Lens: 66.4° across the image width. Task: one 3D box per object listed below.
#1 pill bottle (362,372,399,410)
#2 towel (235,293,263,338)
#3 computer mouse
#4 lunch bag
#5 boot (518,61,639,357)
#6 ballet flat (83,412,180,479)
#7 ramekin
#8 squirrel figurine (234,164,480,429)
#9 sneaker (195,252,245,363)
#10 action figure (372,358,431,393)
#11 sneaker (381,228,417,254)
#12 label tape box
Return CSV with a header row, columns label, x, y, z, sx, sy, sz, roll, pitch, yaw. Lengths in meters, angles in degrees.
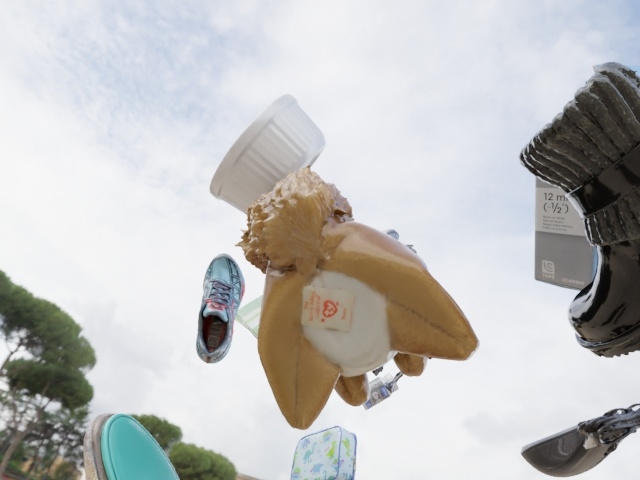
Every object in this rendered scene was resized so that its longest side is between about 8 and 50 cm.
label,x,y,z,sx,sy,sz,roll,pitch,yaw
pill bottle,0.196,0.518,1.684,0.137,0.078,0.078,-28,-43,-7
towel,-0.138,0.306,1.803,0.324,0.247,0.038,35,-37,37
computer mouse,0.448,0.349,0.825,0.188,0.072,0.272,-7,-32,-23
lunch bag,0.012,0.660,1.468,0.090,0.176,0.219,36,-50,-26
boot,0.346,-0.021,0.603,0.260,0.131,0.348,37,-35,14
ballet flat,-0.169,0.326,0.494,0.106,0.107,0.316,-31,-86,10
ramekin,-0.101,-0.164,1.036,0.127,0.273,0.273,39,-38,-2
squirrel figurine,0.036,0.065,0.828,0.281,0.370,0.397,-34,-98,10
sneaker,-0.230,0.155,1.138,0.104,0.262,0.125,5,-13,-9
action figure,0.273,0.326,1.495,0.164,0.275,0.141,48,-6,0
sneaker,0.255,0.038,1.635,0.152,0.268,0.101,-2,-65,28
label tape box,0.486,-0.113,0.842,0.115,0.249,0.348,10,-71,55
